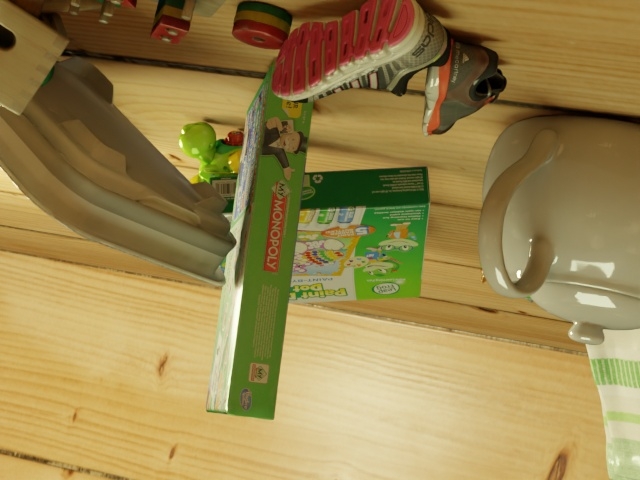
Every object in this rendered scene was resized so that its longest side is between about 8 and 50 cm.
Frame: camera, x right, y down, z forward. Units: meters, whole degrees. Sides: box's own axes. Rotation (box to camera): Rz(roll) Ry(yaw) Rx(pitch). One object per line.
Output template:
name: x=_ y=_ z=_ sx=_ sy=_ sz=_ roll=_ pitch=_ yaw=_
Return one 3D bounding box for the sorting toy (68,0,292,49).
sorting toy: x=-0.142 y=-0.192 z=1.023 sx=0.274 sy=0.046 sz=0.132 roll=15 pitch=171 yaw=-16

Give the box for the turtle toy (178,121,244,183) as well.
turtle toy: x=-0.108 y=-0.092 z=1.571 sx=0.095 sy=0.066 sz=0.130 roll=-26 pitch=146 yaw=37

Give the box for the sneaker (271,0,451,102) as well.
sneaker: x=0.032 y=-0.136 z=1.045 sx=0.074 sy=0.063 sz=0.170 roll=20 pitch=156 yaw=-37

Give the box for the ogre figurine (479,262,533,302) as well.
ogre figurine: x=0.232 y=0.001 z=1.525 sx=0.096 sy=0.118 sz=0.197 roll=12 pitch=171 yaw=2

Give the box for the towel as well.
towel: x=0.390 y=0.135 z=1.584 sx=0.038 sy=0.325 sz=0.248 roll=-16 pitch=-173 yaw=-31

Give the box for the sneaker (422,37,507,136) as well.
sneaker: x=0.117 y=-0.118 z=1.109 sx=0.064 sy=0.061 sz=0.158 roll=5 pitch=172 yaw=4

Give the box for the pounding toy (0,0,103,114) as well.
pounding toy: x=-0.247 y=-0.174 z=1.081 sx=0.141 sy=0.100 sz=0.130 roll=32 pitch=-171 yaw=-23

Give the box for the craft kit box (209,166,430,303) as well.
craft kit box: x=0.000 y=0.000 z=1.630 sx=0.249 sy=0.061 sz=0.247 roll=-3 pitch=155 yaw=0

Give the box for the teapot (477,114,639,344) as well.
teapot: x=0.256 y=0.002 z=1.265 sx=0.256 sy=0.187 sz=0.252 roll=13 pitch=171 yaw=-2

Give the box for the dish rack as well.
dish rack: x=-0.225 y=-0.102 z=1.262 sx=0.333 sy=0.072 sz=0.285 roll=45 pitch=-171 yaw=31

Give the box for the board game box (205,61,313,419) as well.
board game box: x=-0.059 y=0.010 z=1.310 sx=0.046 sy=0.317 sz=0.213 roll=9 pitch=173 yaw=-9
